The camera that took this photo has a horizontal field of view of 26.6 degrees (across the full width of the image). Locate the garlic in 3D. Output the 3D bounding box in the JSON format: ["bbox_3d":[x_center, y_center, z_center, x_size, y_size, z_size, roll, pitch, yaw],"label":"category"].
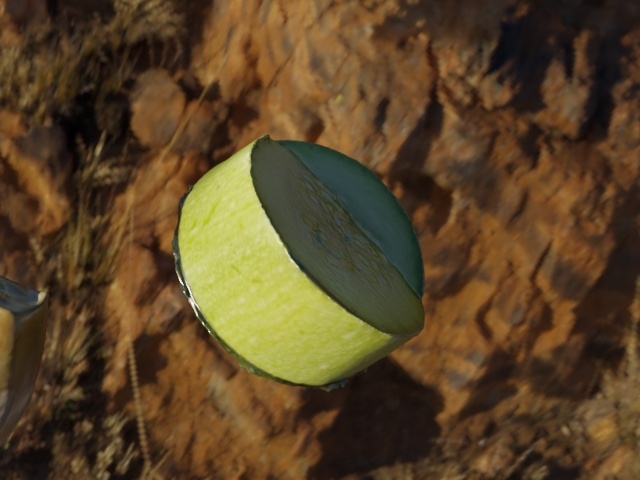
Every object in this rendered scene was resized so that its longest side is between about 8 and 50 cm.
[{"bbox_3d":[-0.336,0.146,1.164,0.143,0.318,0.112,38,21,-13],"label":"garlic"}]

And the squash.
[{"bbox_3d":[0.001,0.000,1.093,0.220,0.133,0.220,20,50,-26],"label":"squash"}]
